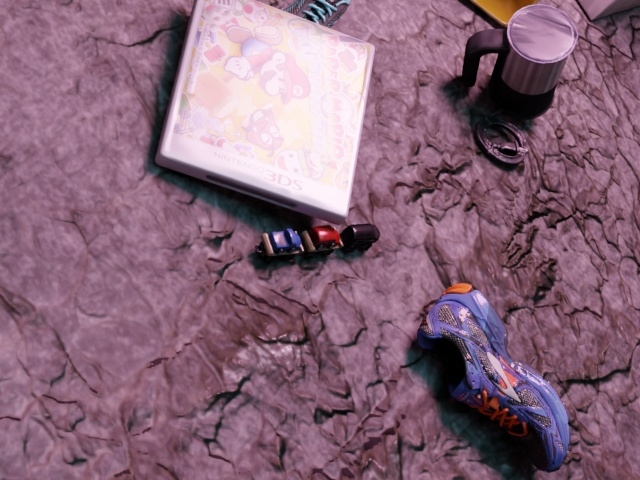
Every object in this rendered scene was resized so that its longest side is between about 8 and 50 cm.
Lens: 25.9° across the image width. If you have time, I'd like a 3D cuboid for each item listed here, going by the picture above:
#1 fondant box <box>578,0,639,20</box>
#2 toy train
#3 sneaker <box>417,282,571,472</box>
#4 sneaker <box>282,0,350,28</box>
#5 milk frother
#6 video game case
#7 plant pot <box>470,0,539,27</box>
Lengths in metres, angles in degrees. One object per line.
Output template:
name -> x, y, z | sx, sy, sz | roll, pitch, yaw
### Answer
fondant box -> 0.528, -0.441, 1.980 | 0.330, 0.238, 0.096 | -23, 78, -43
toy train -> 0.000, 0.000, 1.446 | 0.158, 0.036, 0.027 | -6, 68, -39
sneaker -> 0.177, 0.156, 1.467 | 0.087, 0.083, 0.221 | -31, 78, -31
sneaker -> -0.007, -0.261, 1.577 | 0.065, 0.076, 0.166 | 40, 47, -9
milk frother -> 0.244, -0.184, 1.676 | 0.129, 0.134, 0.143 | -14, 66, -9
video game case -> -0.053, -0.146, 1.465 | 0.206, 0.026, 0.227 | 18, 59, -15
plant pot -> 0.238, -0.447, 1.801 | 0.212, 0.212, 0.187 | 34, 35, -15
